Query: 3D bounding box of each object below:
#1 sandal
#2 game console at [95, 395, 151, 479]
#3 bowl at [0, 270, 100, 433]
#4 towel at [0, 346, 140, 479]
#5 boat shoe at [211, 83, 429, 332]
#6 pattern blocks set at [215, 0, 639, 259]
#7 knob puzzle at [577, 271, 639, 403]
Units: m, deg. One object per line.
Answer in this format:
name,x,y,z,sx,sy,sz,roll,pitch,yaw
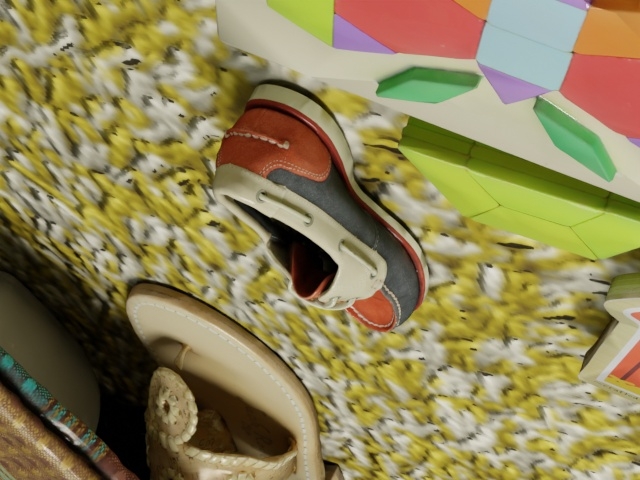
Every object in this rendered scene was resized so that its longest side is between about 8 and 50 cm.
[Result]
sandal,-0.048,0.117,0.850,0.088,0.079,0.240,15,155,26
game console,-0.040,0.190,1.052,0.361,0.044,0.213,27,159,1
bowl,-0.189,0.053,0.900,0.142,0.053,0.142,12,153,31
towel,-0.181,0.144,0.921,0.271,0.040,0.370,47,150,-20
boat shoe,0.000,0.000,0.597,0.049,0.043,0.137,11,154,28
pattern blocks set,0.053,-0.058,0.405,0.325,0.026,0.285,16,160,20
knob puzzle,0.175,0.059,0.516,0.213,0.030,0.213,22,164,7
